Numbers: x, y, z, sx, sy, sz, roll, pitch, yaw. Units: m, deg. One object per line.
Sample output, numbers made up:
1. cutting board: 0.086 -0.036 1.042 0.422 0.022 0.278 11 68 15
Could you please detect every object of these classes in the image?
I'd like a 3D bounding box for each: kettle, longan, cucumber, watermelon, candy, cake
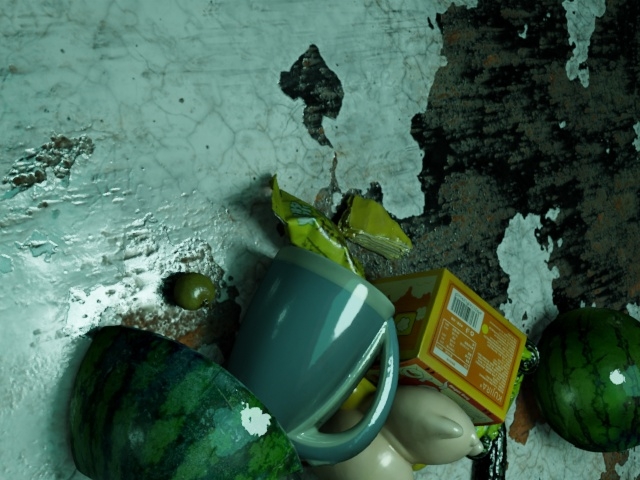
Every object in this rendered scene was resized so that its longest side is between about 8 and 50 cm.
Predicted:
1. kettle: -0.016 0.230 1.372 0.342 0.320 0.247 -61 163 -15
2. longan: -0.223 0.096 1.355 0.075 0.083 0.075 -35 150 -24
3. cucumber: 0.404 0.515 1.794 0.072 0.081 0.303 8 81 -7
4. watermelon: 0.684 0.342 1.854 0.363 0.363 0.363 3 85 -36
5. candy: 0.000 0.000 1.485 0.081 0.187 0.297 -40 114 11
6. cake: 0.115 -0.008 1.608 0.184 0.080 0.116 58 43 -21
7. watermelon: -0.245 0.318 1.211 0.222 0.292 0.319 -49 124 -33

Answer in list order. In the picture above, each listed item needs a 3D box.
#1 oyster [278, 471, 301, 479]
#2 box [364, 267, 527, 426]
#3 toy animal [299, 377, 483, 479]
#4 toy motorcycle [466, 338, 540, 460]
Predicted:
1. oyster: -0.129 0.454 1.393 0.252 0.087 0.199 -10 83 -44
2. box: 0.221 0.227 1.555 0.283 0.260 0.213 39 58 -28
3. toy animal: 0.128 0.418 1.450 0.246 0.345 0.277 -58 136 -31
4. toy motorcycle: 0.378 0.327 1.737 0.206 0.142 0.342 42 65 -8
